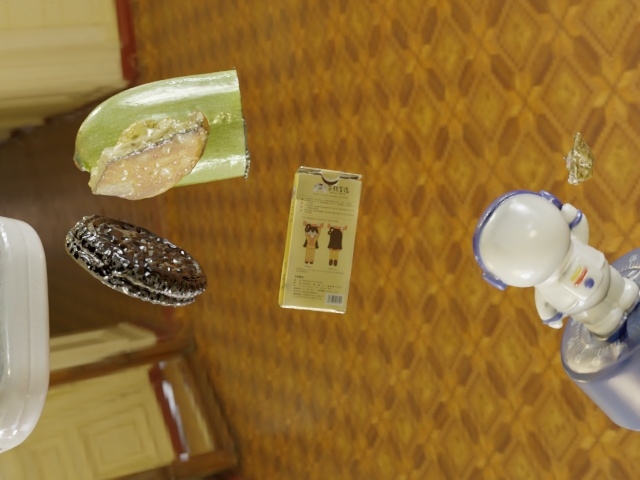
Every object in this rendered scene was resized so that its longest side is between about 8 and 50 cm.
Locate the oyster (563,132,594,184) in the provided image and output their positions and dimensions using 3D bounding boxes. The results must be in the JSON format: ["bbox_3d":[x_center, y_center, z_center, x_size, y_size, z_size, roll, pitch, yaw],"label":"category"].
[{"bbox_3d":[0.305,-0.093,1.255,0.093,0.034,0.051,39,-134,-77],"label":"oyster"}]

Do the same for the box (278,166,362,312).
[{"bbox_3d":[0.000,0.000,1.119,0.020,0.073,0.149,-168,86,-71],"label":"box"}]

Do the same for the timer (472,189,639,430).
[{"bbox_3d":[0.383,0.066,1.525,0.270,0.384,0.270,-49,15,18],"label":"timer"}]

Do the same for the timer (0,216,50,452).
[{"bbox_3d":[-0.390,0.113,1.190,0.237,0.087,0.261,-26,62,40],"label":"timer"}]

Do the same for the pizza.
[{"bbox_3d":[-0.150,-0.075,0.933,0.160,0.099,0.035,-44,60,61],"label":"pizza"}]

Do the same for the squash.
[{"bbox_3d":[-0.167,-0.107,1.122,0.123,0.187,0.123,168,90,-80],"label":"squash"}]

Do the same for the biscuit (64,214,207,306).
[{"bbox_3d":[-0.237,0.026,1.381,0.053,0.195,0.194,-62,34,11],"label":"biscuit"}]
